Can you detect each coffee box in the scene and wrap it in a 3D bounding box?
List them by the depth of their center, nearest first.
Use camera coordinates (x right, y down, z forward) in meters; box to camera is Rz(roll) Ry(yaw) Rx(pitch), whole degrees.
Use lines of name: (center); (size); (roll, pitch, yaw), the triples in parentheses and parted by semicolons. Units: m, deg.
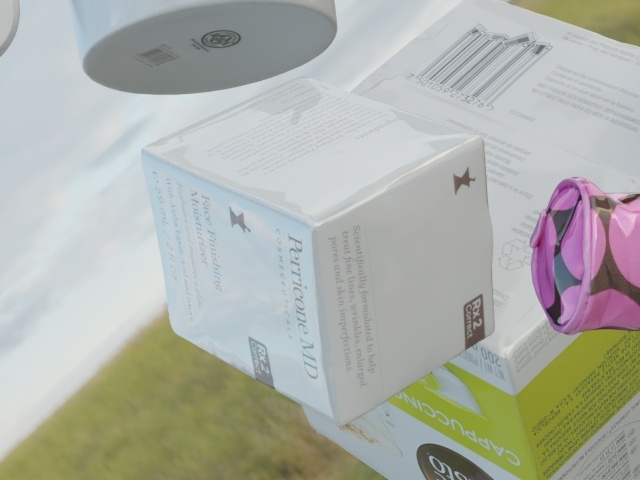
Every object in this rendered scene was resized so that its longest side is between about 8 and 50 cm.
coffee box: (0.176, 0.040, 1.284); (0.338, 0.338, 0.334); (-41, -44, -22)

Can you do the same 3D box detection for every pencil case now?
pencil case: (0.216, 0.003, 0.774); (0.098, 0.209, 0.095); (-113, 27, -52)

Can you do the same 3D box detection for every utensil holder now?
utensil holder: (-0.156, -0.402, 1.695); (0.328, 0.385, 0.327); (-10, -12, -2)

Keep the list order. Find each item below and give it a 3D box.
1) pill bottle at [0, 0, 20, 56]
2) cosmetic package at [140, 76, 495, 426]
pill bottle: (-0.301, -0.188, 1.155); (0.108, 0.108, 0.193); (-43, 22, -8)
cosmetic package: (0.000, 0.000, 0.967); (0.151, 0.151, 0.184); (-28, 34, -32)
